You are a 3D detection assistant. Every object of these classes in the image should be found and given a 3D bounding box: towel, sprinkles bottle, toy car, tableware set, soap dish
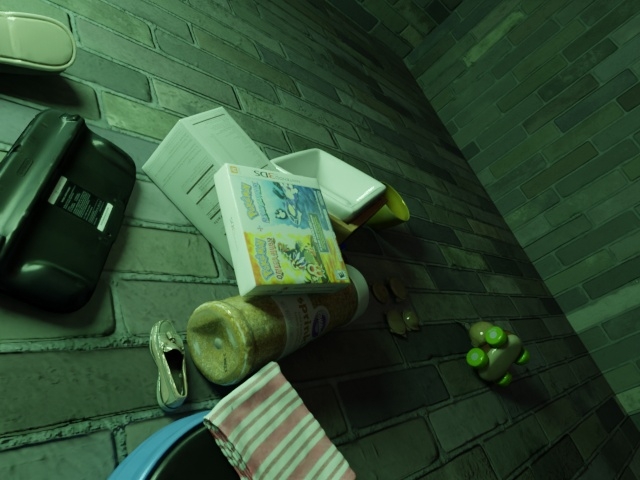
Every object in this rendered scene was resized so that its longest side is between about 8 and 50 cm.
[{"bbox_3d":[-0.041,0.259,0.577,0.197,0.029,0.144,54,30,5],"label":"towel"},{"bbox_3d":[-0.050,0.123,0.772,0.355,0.121,0.121,-12,67,-56],"label":"sprinkles bottle"},{"bbox_3d":[0.454,0.288,1.299,0.155,0.149,0.188,37,5,-30],"label":"toy car"},{"bbox_3d":[0.186,0.161,1.143,0.141,0.020,0.168,8,53,-47],"label":"tableware set"},{"bbox_3d":[0.007,-0.094,1.011,0.229,0.118,0.291,31,25,11],"label":"soap dish"}]

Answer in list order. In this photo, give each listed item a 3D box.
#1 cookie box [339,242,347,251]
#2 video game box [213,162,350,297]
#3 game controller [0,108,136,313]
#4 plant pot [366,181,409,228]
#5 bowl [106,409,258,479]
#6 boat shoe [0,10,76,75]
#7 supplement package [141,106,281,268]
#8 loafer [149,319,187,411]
[{"bbox_3d":[0.000,0.000,1.044,0.091,0.040,0.107,55,31,10],"label":"cookie box"},{"bbox_3d":[-0.059,-0.016,0.726,0.187,0.048,0.205,1,62,-40],"label":"video game box"},{"bbox_3d":[-0.353,-0.053,0.632,0.166,0.067,0.319,46,28,-38],"label":"game controller"},{"bbox_3d":[0.172,-0.085,1.309,0.134,0.095,0.134,34,34,-27],"label":"plant pot"},{"bbox_3d":[-0.074,0.377,0.512,0.391,0.077,0.391,33,35,-28],"label":"bowl"},{"bbox_3d":[-0.521,-0.288,0.634,0.335,0.096,0.112,-6,98,-51],"label":"boat shoe"},{"bbox_3d":[-0.165,-0.095,0.833,0.244,0.134,0.139,49,32,-5],"label":"supplement package"},{"bbox_3d":[-0.196,0.160,0.616,0.045,0.039,0.125,16,46,-44],"label":"loafer"}]
